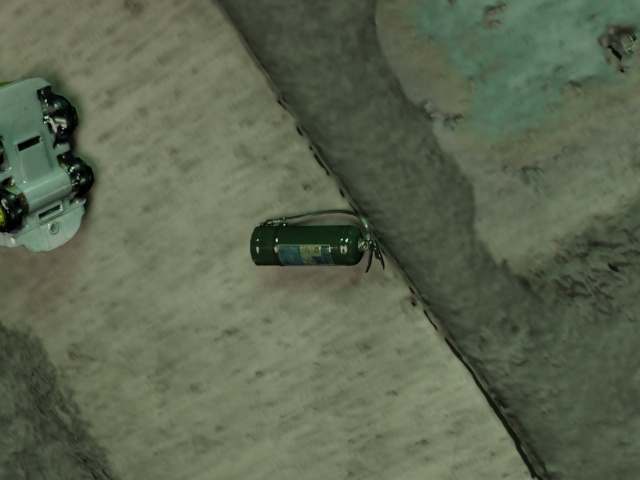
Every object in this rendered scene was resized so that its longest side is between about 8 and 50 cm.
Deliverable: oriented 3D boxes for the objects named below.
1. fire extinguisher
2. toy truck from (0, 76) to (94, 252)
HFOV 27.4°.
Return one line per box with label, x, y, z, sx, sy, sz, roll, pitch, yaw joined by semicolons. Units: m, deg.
fire extinguisher;0.000;0.000;0.790;0.083;0.025;0.038;1;88;24
toy truck;-0.198;-0.046;0.837;0.077;0.076;0.111;6;116;41
